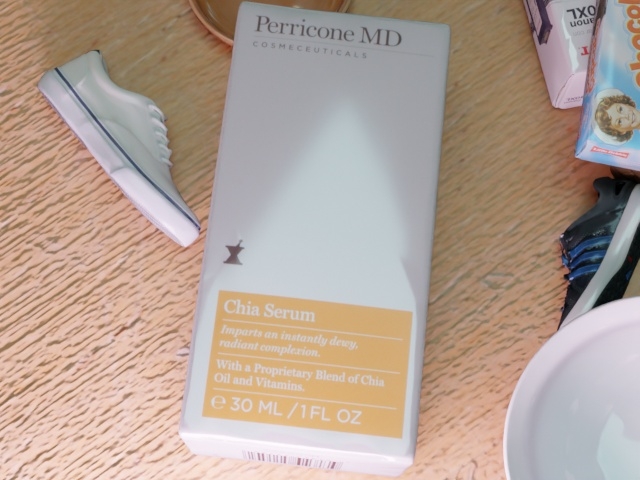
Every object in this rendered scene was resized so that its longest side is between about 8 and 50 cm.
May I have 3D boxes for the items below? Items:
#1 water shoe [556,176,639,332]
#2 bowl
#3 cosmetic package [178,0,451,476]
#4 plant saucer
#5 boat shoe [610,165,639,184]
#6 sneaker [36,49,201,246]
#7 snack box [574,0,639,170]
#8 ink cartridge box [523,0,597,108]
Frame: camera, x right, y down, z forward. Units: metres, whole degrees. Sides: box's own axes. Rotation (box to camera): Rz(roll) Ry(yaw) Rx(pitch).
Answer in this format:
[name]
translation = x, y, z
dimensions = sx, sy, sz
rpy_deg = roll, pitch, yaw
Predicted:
[water shoe]
translation = 0.294, 0.025, 1.262
dimensions = 0.080, 0.073, 0.203
rpy_deg = 22, 74, 34
[bowl]
translation = 0.338, 0.208, 1.145
dimensions = 0.297, 0.134, 0.298
rpy_deg = -4, 78, 17
[cosmetic package]
translation = 0.000, 0.000, 1.203
dimensions = 0.230, 0.161, 0.454
rpy_deg = 6, 73, 0
[plant saucer]
translation = -0.058, -0.304, 1.353
dimensions = 0.199, 0.037, 0.200
rpy_deg = 1, 74, -2
[boat shoe]
translation = 0.464, -0.059, 1.261
dimensions = 0.285, 0.104, 0.089
rpy_deg = 24, 77, 6
[sneaker]
translation = -0.203, -0.109, 1.262
dimensions = 0.091, 0.094, 0.258
rpy_deg = -39, 78, -7
[snack box]
translation = 0.385, -0.226, 1.226
dimensions = 0.187, 0.060, 0.322
rpy_deg = 10, 76, 1
[ink cartridge box]
translation = 0.326, -0.288, 1.325
dimensions = 0.171, 0.100, 0.237
rpy_deg = -11, 75, -4
